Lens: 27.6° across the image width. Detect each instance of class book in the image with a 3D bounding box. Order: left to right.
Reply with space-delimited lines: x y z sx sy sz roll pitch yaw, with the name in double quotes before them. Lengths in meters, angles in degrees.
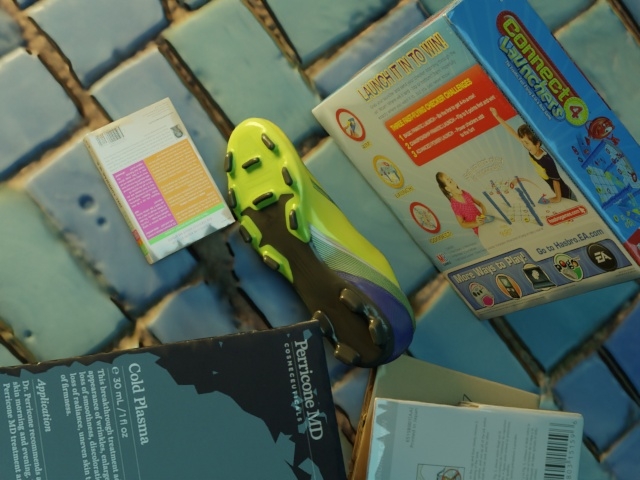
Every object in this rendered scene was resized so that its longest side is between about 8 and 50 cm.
"book" -0.163 -0.060 1.311 0.096 0.035 0.144 -27 90 -22

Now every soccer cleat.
"soccer cleat" -0.001 0.001 1.349 0.289 0.093 0.121 58 30 5

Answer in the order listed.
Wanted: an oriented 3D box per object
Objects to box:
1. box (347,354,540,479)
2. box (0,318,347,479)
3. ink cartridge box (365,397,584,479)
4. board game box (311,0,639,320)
"box" 0.133 0.218 1.382 0.201 0.021 0.164 19 73 -17
"box" -0.143 0.266 1.172 0.312 0.179 0.343 -6 82 -22
"ink cartridge box" 0.141 0.302 1.326 0.238 0.060 0.275 8 86 -18
"board game box" 0.169 -0.079 1.300 0.086 0.308 0.302 -42 97 -25
